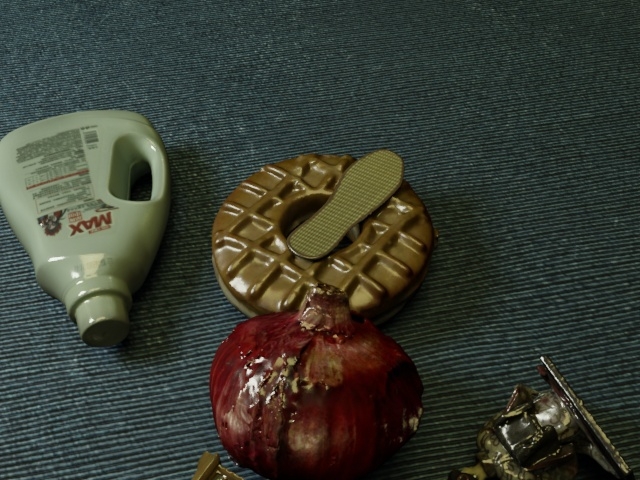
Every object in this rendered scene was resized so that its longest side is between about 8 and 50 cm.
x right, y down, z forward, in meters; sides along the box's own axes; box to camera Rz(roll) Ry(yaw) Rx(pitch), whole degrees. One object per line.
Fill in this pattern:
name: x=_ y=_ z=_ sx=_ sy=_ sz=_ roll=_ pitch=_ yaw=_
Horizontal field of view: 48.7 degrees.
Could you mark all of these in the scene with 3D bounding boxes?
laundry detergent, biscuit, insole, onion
laundry detergent: x=-0.332 y=-0.026 z=1.045 sx=0.263 sy=0.125 sz=0.398 roll=-16 pitch=51 yaw=-13
biscuit: x=0.000 y=0.000 z=1.024 sx=0.331 sy=0.103 sz=0.332 roll=-1 pitch=49 yaw=1
insole: x=0.044 y=-0.056 z=1.001 sx=0.086 sy=0.005 sz=0.253 roll=26 pitch=54 yaw=23
onion: x=-0.007 y=0.154 z=0.795 sx=0.252 sy=0.219 sz=0.252 roll=9 pitch=22 yaw=-3

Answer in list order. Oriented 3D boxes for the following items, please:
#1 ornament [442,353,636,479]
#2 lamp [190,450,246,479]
ornament: x=0.229 y=0.258 z=0.812 sx=0.196 sy=0.153 sz=0.166 roll=-32 pitch=50 yaw=5
lamp: x=-0.009 y=0.344 z=0.729 sx=0.325 sy=0.090 sz=0.089 roll=25 pitch=53 yaw=21
